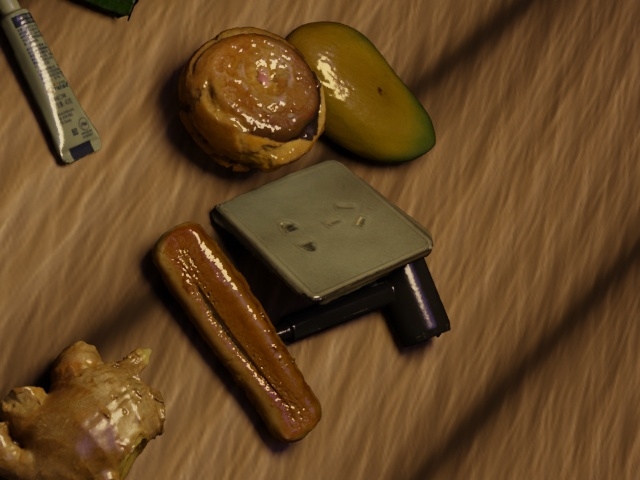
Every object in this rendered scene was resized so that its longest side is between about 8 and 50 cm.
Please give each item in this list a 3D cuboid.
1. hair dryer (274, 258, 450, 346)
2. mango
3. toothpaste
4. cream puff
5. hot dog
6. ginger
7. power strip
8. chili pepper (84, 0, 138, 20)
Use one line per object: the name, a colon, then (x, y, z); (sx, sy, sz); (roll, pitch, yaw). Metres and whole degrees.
hair dryer: (0.038, 0.095, 2.010); (0.255, 0.070, 0.128); (-22, 86, -31)
mango: (0.045, -0.180, 2.096); (0.237, 0.091, 0.137); (47, 59, -11)
toothpaste: (-0.318, -0.191, 1.883); (0.062, 0.037, 0.216); (-30, 94, -39)
cream puff: (-0.082, -0.163, 1.977); (0.189, 0.129, 0.189); (10, 65, -22)
hot dog: (-0.096, 0.107, 1.899); (0.088, 0.061, 0.286); (-30, 94, -12)
ginger: (-0.246, 0.190, 1.741); (0.157, 0.102, 0.216); (33, 57, 13)
power strip: (0.000, 0.000, 1.992); (0.213, 0.064, 0.198); (-22, 50, -36)
chili pepper: (-0.321, -0.323, 1.923); (0.227, 0.059, 0.088); (11, 90, -24)
